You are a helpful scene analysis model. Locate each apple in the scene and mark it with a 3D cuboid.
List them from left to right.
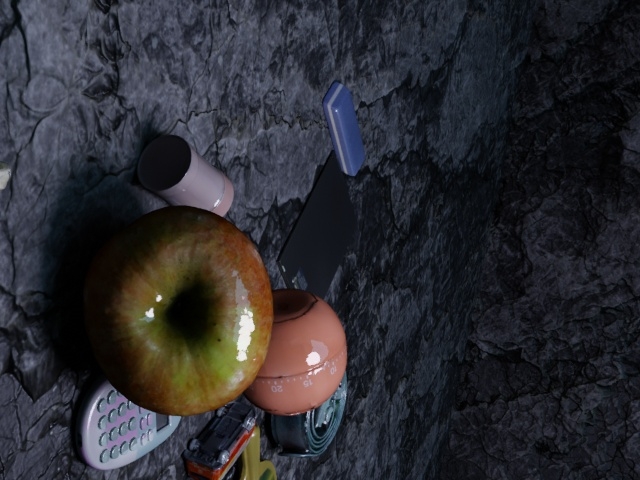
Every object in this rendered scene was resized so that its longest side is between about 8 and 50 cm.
[{"bbox_3d":[-0.208,0.099,1.350,0.250,0.278,0.309,-136,-124,-80],"label":"apple"}]

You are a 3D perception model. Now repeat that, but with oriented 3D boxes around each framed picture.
[{"bbox_3d":[0.000,0.000,2.086,0.255,0.014,0.338,70,36,-47],"label":"framed picture"}]

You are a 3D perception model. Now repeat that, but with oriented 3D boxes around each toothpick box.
[{"bbox_3d":[-0.214,-0.095,1.462,0.149,0.098,0.098,44,58,-61],"label":"toothpick box"}]

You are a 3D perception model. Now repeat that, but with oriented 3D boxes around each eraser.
[{"bbox_3d":[0.056,-0.253,2.096,0.225,0.036,0.082,73,34,-44],"label":"eraser"}]

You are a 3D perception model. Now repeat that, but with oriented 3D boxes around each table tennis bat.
[{"bbox_3d":[-0.148,0.510,1.890,0.198,0.050,0.320,-41,139,-53],"label":"table tennis bat"}]

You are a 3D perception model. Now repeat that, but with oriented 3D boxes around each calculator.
[{"bbox_3d":[-0.290,0.259,1.481,0.299,0.041,0.185,-31,126,-58],"label":"calculator"}]

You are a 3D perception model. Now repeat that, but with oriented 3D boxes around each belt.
[{"bbox_3d":[-0.030,0.362,2.013,0.267,0.116,0.206,-63,147,-41],"label":"belt"}]

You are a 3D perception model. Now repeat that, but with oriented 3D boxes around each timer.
[{"bbox_3d":[-0.063,0.212,1.747,0.229,0.230,0.214,-44,136,-54],"label":"timer"}]

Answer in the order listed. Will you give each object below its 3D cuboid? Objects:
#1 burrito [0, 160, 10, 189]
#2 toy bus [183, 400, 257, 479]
[{"bbox_3d":[-0.424,-0.075,1.066,0.149,0.041,0.055,-12,122,-65],"label":"burrito"},{"bbox_3d":[-0.184,0.383,1.724,0.174,0.079,0.077,-49,149,-52],"label":"toy bus"}]
